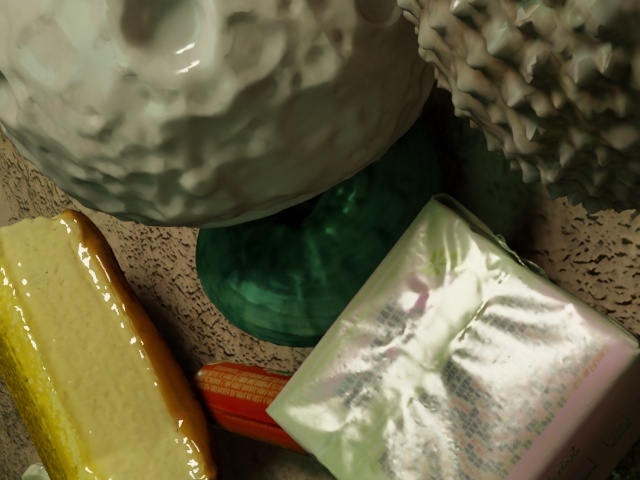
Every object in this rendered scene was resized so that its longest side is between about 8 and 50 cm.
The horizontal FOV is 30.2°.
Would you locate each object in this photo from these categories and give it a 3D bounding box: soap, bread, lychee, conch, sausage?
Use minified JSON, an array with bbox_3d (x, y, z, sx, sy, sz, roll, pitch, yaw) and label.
[{"bbox_3d":[0.104,0.106,0.798,0.182,0.138,0.199,39,91,34],"label":"soap"},{"bbox_3d":[-0.228,0.169,1.210,0.333,0.143,0.323,61,159,15],"label":"bread"},{"bbox_3d":[0.173,-0.150,0.579,0.300,0.300,0.300,22,121,43],"label":"lychee"},{"bbox_3d":[-0.001,0.002,0.918,0.202,0.196,0.134,-8,116,49],"label":"conch"},{"bbox_3d":[-0.046,0.155,1.103,0.264,0.083,0.083,4,108,49],"label":"sausage"}]

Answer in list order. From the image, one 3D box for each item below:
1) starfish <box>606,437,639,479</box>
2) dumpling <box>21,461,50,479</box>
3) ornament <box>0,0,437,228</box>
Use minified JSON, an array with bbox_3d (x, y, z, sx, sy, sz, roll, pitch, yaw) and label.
[{"bbox_3d":[0.209,0.195,0.861,0.209,0.053,0.150,-49,55,51],"label":"starfish"},{"bbox_3d":[-0.281,0.381,1.411,0.258,0.147,0.193,51,138,-2],"label":"dumpling"},{"bbox_3d":[-0.083,-0.177,0.805,0.337,0.337,0.337,22,121,43],"label":"ornament"}]
